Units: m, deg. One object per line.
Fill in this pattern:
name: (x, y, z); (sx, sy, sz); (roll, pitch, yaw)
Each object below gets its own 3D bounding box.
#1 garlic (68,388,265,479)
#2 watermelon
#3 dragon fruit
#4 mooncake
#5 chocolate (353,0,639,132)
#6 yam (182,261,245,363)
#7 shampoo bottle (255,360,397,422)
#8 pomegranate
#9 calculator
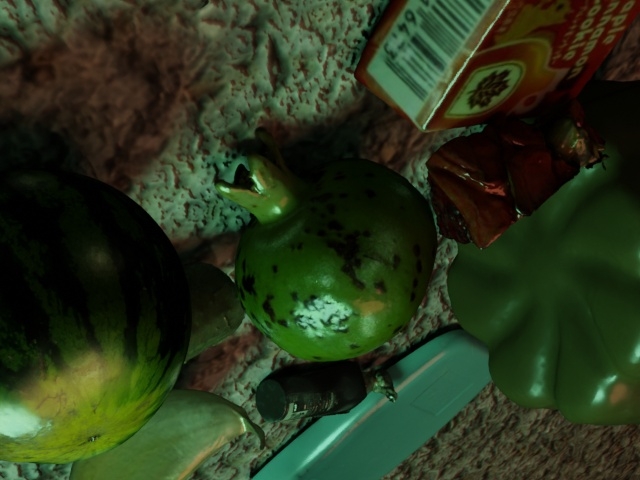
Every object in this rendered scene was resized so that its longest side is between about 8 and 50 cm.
garlic: (-0.181, 0.254, 1.781); (0.245, 0.164, 0.145); (-42, 136, 7)
watermelon: (-0.237, 0.064, 1.301); (0.269, 0.269, 0.269); (-26, 153, -14)
dragon fruit: (0.198, -0.054, 1.492); (0.192, 0.092, 0.122); (-28, 142, -25)
mooncake: (0.296, 0.015, 1.676); (0.201, 0.378, 0.378); (-11, 147, -27)
chocolate: (0.184, -0.213, 1.446); (0.235, 0.108, 0.237); (-10, 145, -40)
yam: (-0.190, 0.107, 1.528); (0.259, 0.093, 0.093); (-32, 160, -44)
shampoo bottle: (0.013, 0.193, 1.997); (0.208, 0.063, 0.057); (-5, 154, -44)
pomegranate: (0.000, 0.000, 1.542); (0.211, 0.211, 0.263); (-38, 112, 10)
calculator: (0.095, 0.251, 2.203); (0.386, 0.054, 0.256); (-41, 152, 10)
